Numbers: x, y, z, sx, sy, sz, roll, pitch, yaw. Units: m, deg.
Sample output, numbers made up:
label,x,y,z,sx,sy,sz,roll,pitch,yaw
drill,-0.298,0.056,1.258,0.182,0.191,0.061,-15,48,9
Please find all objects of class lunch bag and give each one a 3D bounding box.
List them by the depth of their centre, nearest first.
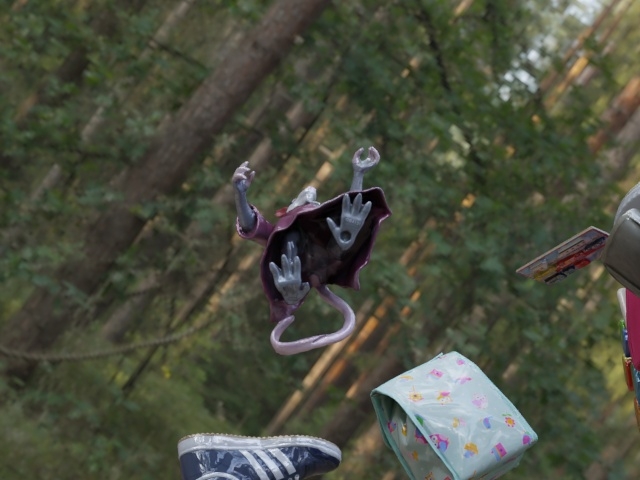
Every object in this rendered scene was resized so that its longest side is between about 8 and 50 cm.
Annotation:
label,x,y,z,sx,sy,sz,roll,pitch,yaw
lunch bag,0.246,0.354,2.238,0.262,0.223,0.160,53,-33,25

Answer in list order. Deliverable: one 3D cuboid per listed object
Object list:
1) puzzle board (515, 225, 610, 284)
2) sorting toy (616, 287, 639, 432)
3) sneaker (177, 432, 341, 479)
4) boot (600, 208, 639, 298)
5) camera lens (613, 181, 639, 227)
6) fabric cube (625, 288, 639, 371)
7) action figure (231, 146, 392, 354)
label,x,y,z,sx,sy,sz,roll,pitch,yaw
puzzle board,0.348,0.024,1.604,0.096,0.128,0.011,17,47,-49
sorting toy,0.483,0.205,1.747,0.193,0.038,0.208,-90,162,-50
sneaker,-0.094,0.404,1.891,0.282,0.099,0.153,6,53,-20
boot,0.384,0.084,1.208,0.208,0.076,0.189,34,-35,29
camera lens,0.726,-0.039,2.353,0.219,0.219,0.274,36,27,15
fabric cube,0.591,0.041,1.566,0.259,0.254,0.258,14,-37,-8
action figure,0.000,0.000,1.795,0.248,0.275,0.370,-9,6,-8
